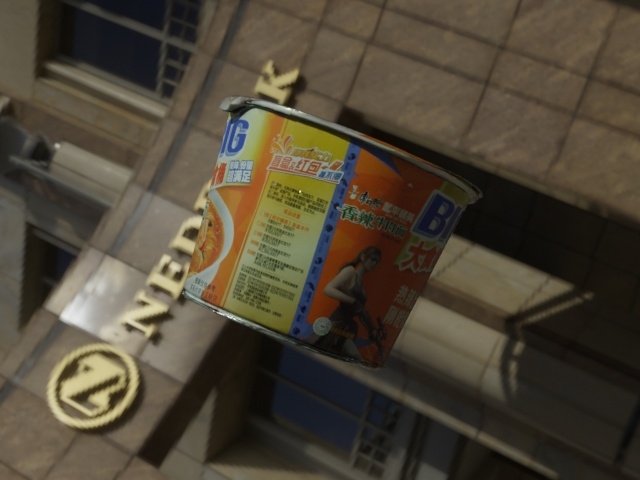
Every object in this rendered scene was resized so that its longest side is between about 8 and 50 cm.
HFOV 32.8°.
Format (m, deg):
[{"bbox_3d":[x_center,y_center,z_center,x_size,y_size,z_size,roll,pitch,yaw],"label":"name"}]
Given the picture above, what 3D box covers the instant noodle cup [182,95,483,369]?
[{"bbox_3d":[0.000,0.000,1.147,0.296,0.296,0.214,25,-95,-67],"label":"instant noodle cup"}]
